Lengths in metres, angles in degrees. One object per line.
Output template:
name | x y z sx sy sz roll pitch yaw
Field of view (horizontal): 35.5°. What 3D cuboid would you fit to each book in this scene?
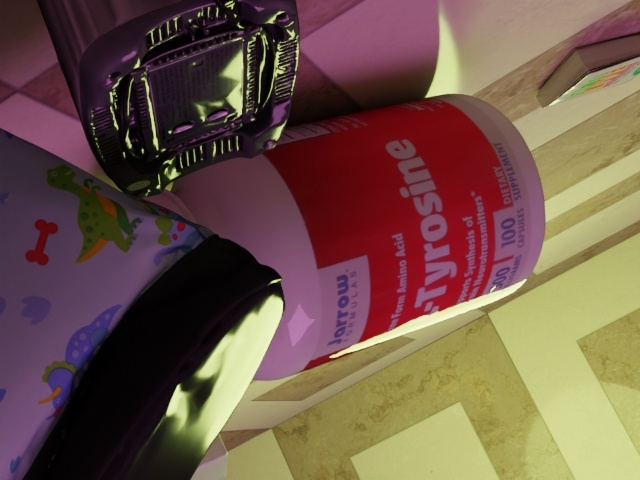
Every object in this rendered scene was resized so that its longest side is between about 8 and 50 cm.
book | 0.341 -0.206 1.207 0.144 0.035 0.096 -19 166 -27

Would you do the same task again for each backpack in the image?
backpack | -0.241 0.038 0.560 0.290 0.355 0.273 -56 164 -18

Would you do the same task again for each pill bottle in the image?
pill bottle | 0.000 0.000 0.971 0.407 0.229 0.229 -17 161 -30

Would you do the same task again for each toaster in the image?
toaster | -0.095 -0.134 0.568 0.129 0.146 0.227 -23 164 -11

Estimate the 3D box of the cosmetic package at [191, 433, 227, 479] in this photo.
cosmetic package | -0.228 0.230 1.340 0.138 0.225 0.224 -24 164 -14
